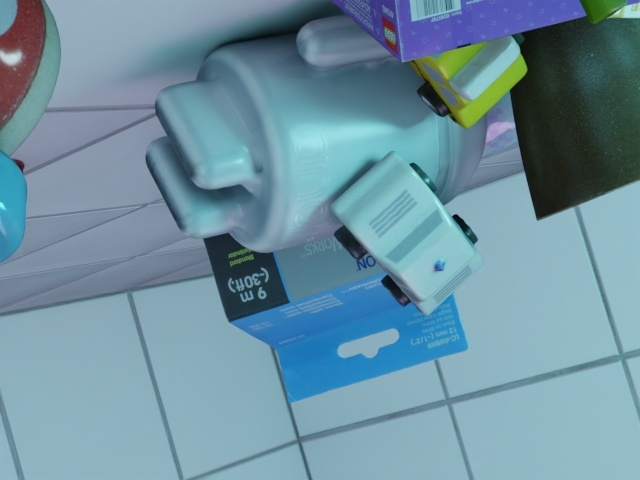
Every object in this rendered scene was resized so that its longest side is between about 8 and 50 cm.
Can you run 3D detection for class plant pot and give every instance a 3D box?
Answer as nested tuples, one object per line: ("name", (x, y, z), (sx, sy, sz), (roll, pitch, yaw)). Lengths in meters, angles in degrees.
("plant pot", (0.260, -0.164, 1.352), (0.215, 0.230, 0.215), (-21, 178, -1))

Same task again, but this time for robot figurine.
("robot figurine", (0.013, -0.106, 1.414), (0.353, 0.200, 0.300), (-15, 150, -25))

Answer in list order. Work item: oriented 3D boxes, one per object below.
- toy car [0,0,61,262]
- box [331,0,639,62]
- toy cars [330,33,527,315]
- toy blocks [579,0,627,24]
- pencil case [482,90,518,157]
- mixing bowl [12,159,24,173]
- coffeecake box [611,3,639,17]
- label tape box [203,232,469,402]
("toy car", (-0.271, -0.111, 0.712), (0.210, 0.219, 0.238), (-18, 147, 22))
("box", (0.150, -0.207, 0.975), (0.293, 0.057, 0.201), (-15, -150, -13))
("toy cars", (0.108, -0.076, 1.293), (0.176, 0.394, 0.087), (-12, -141, -27))
("toy blocks", (0.212, -0.252, 0.702), (0.260, 0.191, 0.381), (-26, 180, 0))
("pencil case", (0.203, -0.152, 1.611), (0.273, 0.113, 0.124), (-18, 137, -8))
("mixing bowl", (-0.408, -0.018, 1.641), (0.181, 0.098, 0.181), (-17, 176, -1))
("coffeecake box", (0.210, -0.221, 1.172), (0.142, 0.068, 0.185), (18, -163, 32))
("label tape box", (0.000, 0.000, 1.712), (0.249, 0.348, 0.115), (-18, 175, 23))
